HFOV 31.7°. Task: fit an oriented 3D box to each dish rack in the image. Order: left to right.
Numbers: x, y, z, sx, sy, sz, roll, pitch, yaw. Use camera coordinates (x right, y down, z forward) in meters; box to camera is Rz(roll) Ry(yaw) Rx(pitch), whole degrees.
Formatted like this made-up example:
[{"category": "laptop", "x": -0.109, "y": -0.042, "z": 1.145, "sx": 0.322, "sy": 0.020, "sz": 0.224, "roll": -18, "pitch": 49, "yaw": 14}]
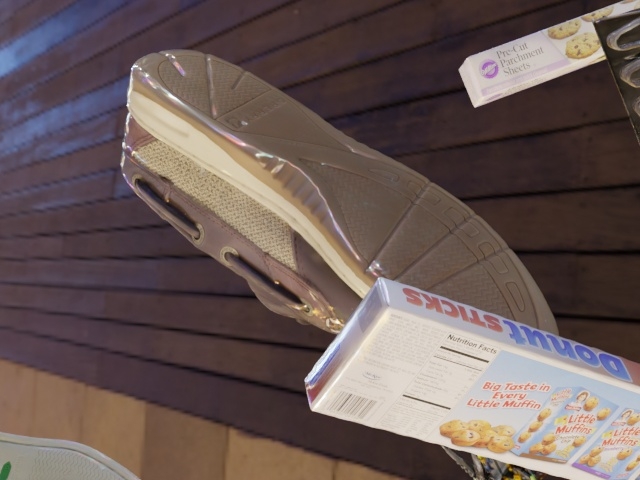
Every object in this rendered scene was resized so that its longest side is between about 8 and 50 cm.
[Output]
[{"category": "dish rack", "x": 0.341, "y": -0.135, "z": 1.103, "sx": 0.074, "sy": 0.271, "sz": 0.208, "roll": -23, "pitch": 95, "yaw": 14}]

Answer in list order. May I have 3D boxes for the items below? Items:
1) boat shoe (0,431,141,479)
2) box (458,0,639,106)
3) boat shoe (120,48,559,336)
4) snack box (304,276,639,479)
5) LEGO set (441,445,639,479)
[{"category": "boat shoe", "x": -0.214, "y": 0.201, "z": 0.874, "sx": 0.079, "sy": 0.233, "sz": 0.084, "roll": 76, "pitch": -148, "yaw": -59}, {"category": "box", "x": 0.361, "y": -0.280, "z": 1.619, "sx": 0.063, "sy": 0.324, "sz": 0.067, "roll": 130, "pitch": 119, "yaw": -80}, {"category": "boat shoe", "x": 0.000, "y": 0.000, "z": 0.628, "sx": 0.285, "sy": 0.103, "sz": 0.092, "roll": 36, "pitch": 130, "yaw": 15}, {"category": "snack box", "x": 0.085, "y": 0.069, "z": 0.500, "sx": 0.064, "sy": 0.178, "sz": 0.022, "roll": -56, "pitch": 29, "yaw": 28}, {"category": "LEGO set", "x": 0.257, "y": 0.288, "z": 0.984, "sx": 0.192, "sy": 0.255, "sz": 0.331, "roll": -40, "pitch": 46, "yaw": -11}]
